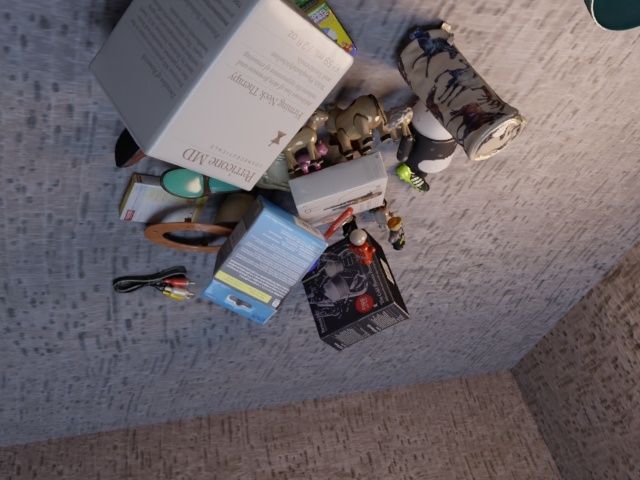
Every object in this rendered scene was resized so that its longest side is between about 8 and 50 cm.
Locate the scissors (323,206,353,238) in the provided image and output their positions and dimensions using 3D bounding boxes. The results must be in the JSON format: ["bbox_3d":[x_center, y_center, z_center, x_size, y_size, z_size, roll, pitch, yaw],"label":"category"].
[{"bbox_3d":[0.000,0.000,2.090,0.297,0.021,0.109,-43,173,5],"label":"scissors"}]

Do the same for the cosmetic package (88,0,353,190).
[{"bbox_3d":[-0.216,-0.385,1.401,0.393,0.327,0.329,-49,148,16],"label":"cosmetic package"}]

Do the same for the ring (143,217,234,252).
[{"bbox_3d":[-0.402,-0.016,2.090,0.337,0.032,0.336,3,165,1],"label":"ring"}]

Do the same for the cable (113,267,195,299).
[{"bbox_3d":[-0.593,0.159,2.315,0.287,0.072,0.139,3,135,-27],"label":"cable"}]

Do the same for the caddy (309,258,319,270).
[{"bbox_3d":[-0.152,0.050,2.246,0.241,0.179,0.341,-37,164,2],"label":"caddy"}]

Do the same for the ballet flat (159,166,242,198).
[{"bbox_3d":[-0.359,-0.173,1.931,0.281,0.095,0.096,-1,-173,-34],"label":"ballet flat"}]

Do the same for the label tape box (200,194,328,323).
[{"bbox_3d":[-0.182,0.066,2.000,0.249,0.115,0.347,30,108,-27],"label":"label tape box"}]

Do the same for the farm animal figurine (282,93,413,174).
[{"bbox_3d":[0.056,-0.321,1.826,0.327,0.172,0.330,-21,176,40],"label":"farm animal figurine"}]

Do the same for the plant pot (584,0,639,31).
[{"bbox_3d":[0.780,-0.711,1.626,0.290,0.195,0.290,-12,146,-8],"label":"plant pot"}]

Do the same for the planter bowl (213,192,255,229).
[{"bbox_3d":[-0.261,-0.089,2.068,0.162,0.109,0.162,1,165,0],"label":"planter bowl"}]

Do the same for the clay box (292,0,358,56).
[{"bbox_3d":[-0.009,-0.530,1.643,0.127,0.053,0.222,-30,145,16],"label":"clay box"}]

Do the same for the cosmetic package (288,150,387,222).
[{"bbox_3d":[0.059,-0.149,2.045,0.285,0.097,0.377,-16,170,1],"label":"cosmetic package"}]

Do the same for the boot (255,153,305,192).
[{"bbox_3d":[-0.096,-0.233,2.000,0.213,0.077,0.165,1,138,-26],"label":"boot"}]

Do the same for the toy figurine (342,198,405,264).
[{"bbox_3d":[0.182,-0.045,2.274,0.210,0.213,0.148,-21,129,-1],"label":"toy figurine"}]

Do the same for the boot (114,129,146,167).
[{"bbox_3d":[-0.410,-0.268,1.828,0.264,0.096,0.280,-41,150,25],"label":"boot"}]

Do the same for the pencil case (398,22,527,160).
[{"bbox_3d":[0.368,-0.391,1.696,0.160,0.410,0.183,-1,139,-41],"label":"pencil case"}]

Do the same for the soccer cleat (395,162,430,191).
[{"bbox_3d":[0.336,-0.221,2.230,0.179,0.060,0.072,23,116,-43],"label":"soccer cleat"}]

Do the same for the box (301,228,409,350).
[{"bbox_3d":[0.120,0.191,2.447,0.313,0.343,0.179,-29,146,14],"label":"box"}]

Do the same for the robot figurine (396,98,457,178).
[{"bbox_3d":[0.341,-0.325,1.990,0.174,0.209,0.278,15,143,4],"label":"robot figurine"}]

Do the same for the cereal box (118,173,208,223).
[{"bbox_3d":[-0.487,-0.120,1.998,0.240,0.047,0.173,7,138,-32],"label":"cereal box"}]
